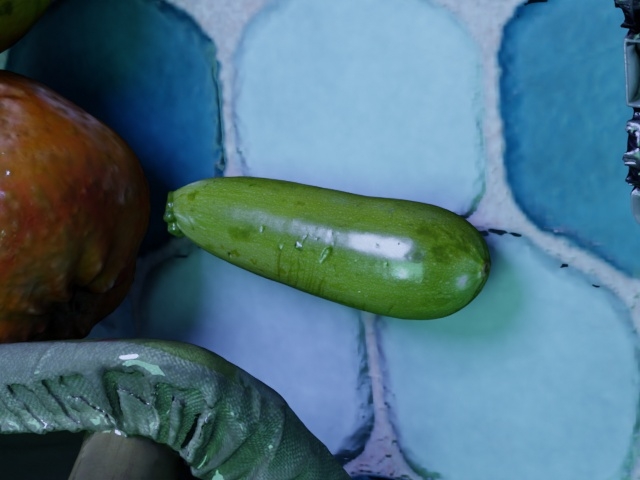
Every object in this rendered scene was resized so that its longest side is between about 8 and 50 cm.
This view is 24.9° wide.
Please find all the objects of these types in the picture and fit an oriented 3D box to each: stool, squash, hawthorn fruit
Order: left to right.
[{"bbox_3d":[-0.201,-0.025,0.858,0.200,0.179,0.179,51,121,25],"label":"hawthorn fruit"},{"bbox_3d":[-0.138,0.225,0.795,0.310,0.226,0.310,-11,135,30],"label":"stool"},{"bbox_3d":[0.000,0.000,0.815,0.201,0.066,0.066,12,109,24],"label":"squash"}]

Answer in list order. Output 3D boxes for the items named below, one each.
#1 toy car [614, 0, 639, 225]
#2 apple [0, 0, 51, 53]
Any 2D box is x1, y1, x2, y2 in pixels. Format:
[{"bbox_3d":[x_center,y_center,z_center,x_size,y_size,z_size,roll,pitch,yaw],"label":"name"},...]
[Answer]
[{"bbox_3d":[0.198,-0.089,0.676,0.097,0.100,0.191,7,126,25],"label":"toy car"},{"bbox_3d":[-0.226,-0.187,0.811,0.196,0.196,0.196,8,107,26],"label":"apple"}]
